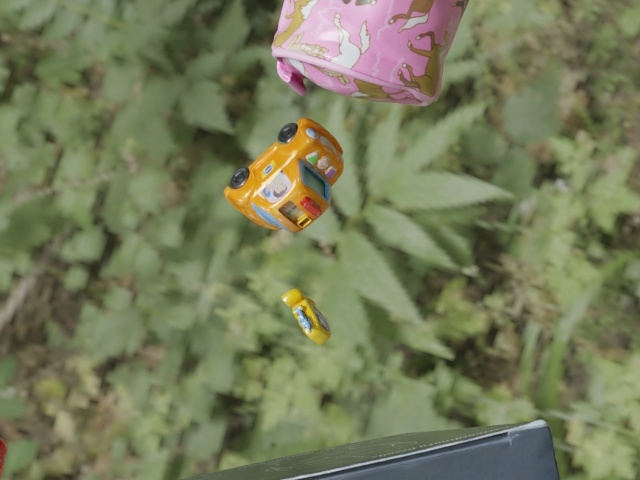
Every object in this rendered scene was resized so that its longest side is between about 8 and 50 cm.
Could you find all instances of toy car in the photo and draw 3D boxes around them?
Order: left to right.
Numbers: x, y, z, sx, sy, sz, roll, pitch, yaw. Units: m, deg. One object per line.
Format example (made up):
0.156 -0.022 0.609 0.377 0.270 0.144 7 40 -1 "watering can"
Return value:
0.000 0.000 0.941 0.060 0.122 0.040 -30 43 -3 "toy car"

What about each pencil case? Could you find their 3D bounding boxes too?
0.073 -0.313 1.798 0.167 0.160 0.386 12 87 64 "pencil case"

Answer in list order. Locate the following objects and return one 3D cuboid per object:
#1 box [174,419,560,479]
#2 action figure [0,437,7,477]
0.021 0.290 1.699 0.395 0.293 0.212 152 107 -75 "box"
-0.392 0.161 1.817 0.091 0.280 0.139 -50 14 -22 "action figure"
